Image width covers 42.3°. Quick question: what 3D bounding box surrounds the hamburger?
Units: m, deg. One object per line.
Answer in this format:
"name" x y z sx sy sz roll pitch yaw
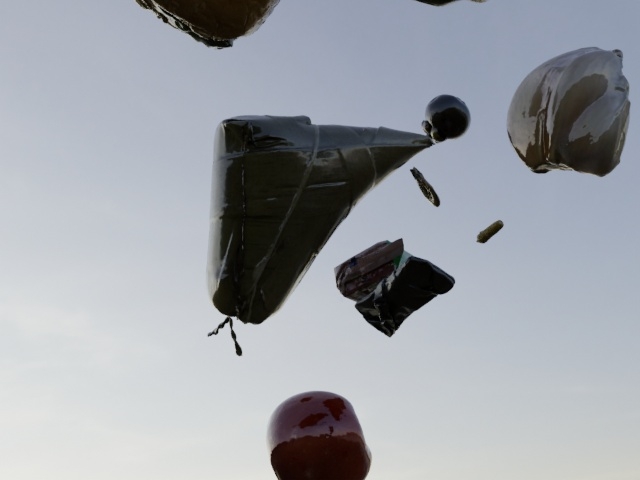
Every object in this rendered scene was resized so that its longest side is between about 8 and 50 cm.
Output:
"hamburger" -0.184 -0.428 1.393 0.329 0.162 0.209 -2 -71 -22

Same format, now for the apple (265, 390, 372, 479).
"apple" -0.005 0.467 1.880 0.216 0.260 0.260 -23 -28 -2

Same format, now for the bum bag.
"bum bag" 0.178 0.125 1.809 0.123 0.060 0.248 30 -54 -14

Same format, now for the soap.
"soap" 0.166 0.094 2.029 0.217 0.098 0.273 -26 -25 21

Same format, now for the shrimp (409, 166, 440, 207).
"shrimp" 0.243 -0.122 1.884 0.023 0.108 0.059 -36 13 -9

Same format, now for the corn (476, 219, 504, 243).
"corn" 0.403 -0.020 1.974 0.027 0.028 0.083 32 -54 -21

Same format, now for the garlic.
"garlic" 0.389 -0.217 1.311 0.110 0.228 0.217 27 -13 -32

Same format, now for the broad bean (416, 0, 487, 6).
"broad bean" 0.172 -0.443 1.391 0.317 0.098 0.056 9 -15 -14

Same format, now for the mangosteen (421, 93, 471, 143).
"mangosteen" 0.327 -0.314 2.203 0.151 0.137 0.137 -46 -37 9

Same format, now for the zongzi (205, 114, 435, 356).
"zongzi" 0.004 -0.001 1.680 0.466 0.500 0.218 4 -2 -8
